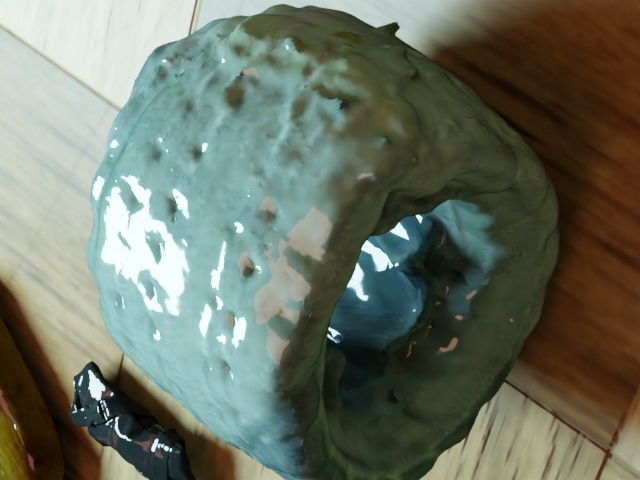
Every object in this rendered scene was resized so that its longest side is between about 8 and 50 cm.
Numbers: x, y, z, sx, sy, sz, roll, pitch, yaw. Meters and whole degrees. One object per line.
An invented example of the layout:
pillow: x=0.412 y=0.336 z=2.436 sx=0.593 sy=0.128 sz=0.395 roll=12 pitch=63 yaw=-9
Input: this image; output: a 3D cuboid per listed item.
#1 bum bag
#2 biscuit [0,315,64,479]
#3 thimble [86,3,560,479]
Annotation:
bum bag: x=-0.121 y=0.125 z=1.246 sx=0.124 sy=0.034 sz=0.058 roll=35 pitch=138 yaw=27
biscuit: x=-0.309 y=0.145 z=1.418 sx=0.359 sy=0.046 sz=0.359 roll=19 pitch=121 yaw=36
thimble: x=0.000 y=0.000 z=0.960 sx=0.172 sy=0.205 sz=0.250 roll=36 pitch=146 yaw=33
